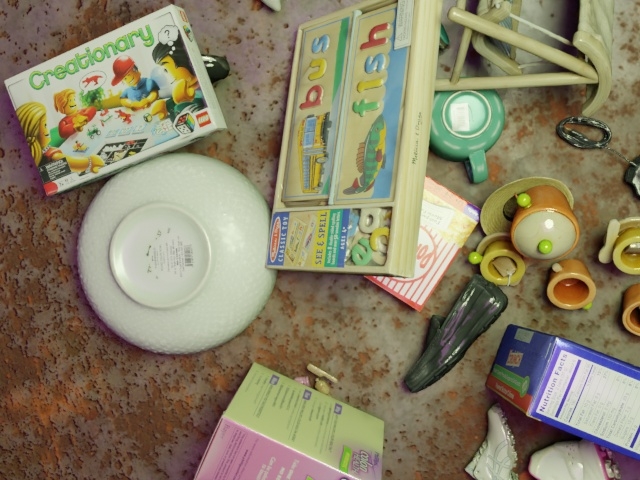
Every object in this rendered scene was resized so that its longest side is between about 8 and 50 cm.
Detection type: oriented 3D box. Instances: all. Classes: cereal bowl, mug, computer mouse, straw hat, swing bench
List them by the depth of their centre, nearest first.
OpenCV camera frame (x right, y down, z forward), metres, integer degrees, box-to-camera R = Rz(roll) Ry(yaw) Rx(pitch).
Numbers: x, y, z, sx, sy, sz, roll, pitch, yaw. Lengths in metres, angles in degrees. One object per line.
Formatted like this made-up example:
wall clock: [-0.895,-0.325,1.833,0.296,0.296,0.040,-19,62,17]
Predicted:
swing bench: [0.312,-0.346,1.009,0.255,0.165,0.253,10,65,4]
mug: [0.236,-0.184,1.093,0.158,0.097,0.129,40,93,3]
straw hat: [0.325,-0.061,1.104,0.145,0.061,0.144,1,130,1]
cereal bowl: [-0.238,0.021,1.109,0.339,0.141,0.338,0,90,5]
computer mouse: [0.490,-0.126,1.112,0.242,0.041,0.071,36,94,9]

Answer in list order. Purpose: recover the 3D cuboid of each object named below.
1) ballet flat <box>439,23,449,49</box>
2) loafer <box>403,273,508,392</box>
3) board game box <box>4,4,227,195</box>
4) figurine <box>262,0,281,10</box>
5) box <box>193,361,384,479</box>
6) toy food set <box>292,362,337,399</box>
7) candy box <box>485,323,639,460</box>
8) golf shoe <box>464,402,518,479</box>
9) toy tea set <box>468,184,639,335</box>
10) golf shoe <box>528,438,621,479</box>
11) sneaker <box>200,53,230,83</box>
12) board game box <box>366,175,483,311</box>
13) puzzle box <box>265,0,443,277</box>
ballet flat: [0.146,-0.386,1.123,0.070,0.070,0.188,-24,87,4]
loafer: [0.207,0.152,1.113,0.078,0.076,0.223,44,104,23]
board game box: [-0.317,-0.209,1.062,0.305,0.053,0.192,-19,93,14]
figurine: [-0.110,-0.504,1.123,0.210,0.092,0.214,26,93,-1]
box: [-0.037,0.319,1.048,0.243,0.213,0.117,24,102,1]
toy food set: [-0.024,0.266,1.157,0.078,0.019,0.122,30,102,1]
candy box: [0.430,0.236,1.001,0.317,0.268,0.122,22,89,4]
golf shoe: [0.275,0.355,1.116,0.086,0.069,0.176,-7,89,10]
toy tea set: [0.403,0.049,1.038,0.336,0.124,0.200,19,127,2]
golf shoe: [0.423,0.460,1.097,0.140,0.115,0.306,-13,90,24]
sneaker: [-0.276,-0.225,1.136,0.283,0.107,0.124,-10,96,13]
board game box: [0.152,-0.004,1.128,0.147,0.045,0.193,32,93,3]
puzzle box: [0.042,-0.152,1.021,0.052,0.272,0.408,12,81,-40]
